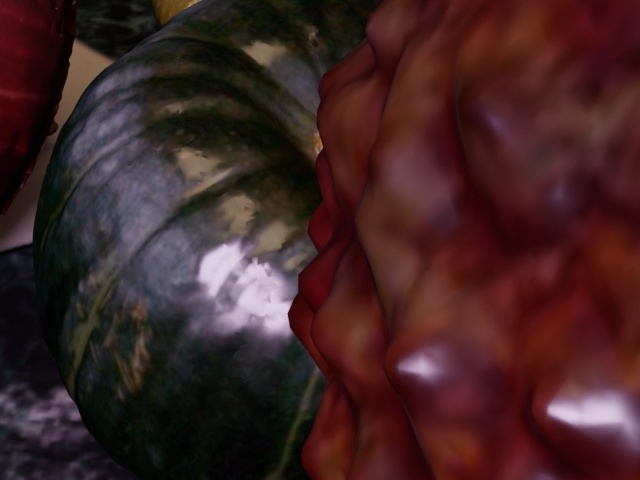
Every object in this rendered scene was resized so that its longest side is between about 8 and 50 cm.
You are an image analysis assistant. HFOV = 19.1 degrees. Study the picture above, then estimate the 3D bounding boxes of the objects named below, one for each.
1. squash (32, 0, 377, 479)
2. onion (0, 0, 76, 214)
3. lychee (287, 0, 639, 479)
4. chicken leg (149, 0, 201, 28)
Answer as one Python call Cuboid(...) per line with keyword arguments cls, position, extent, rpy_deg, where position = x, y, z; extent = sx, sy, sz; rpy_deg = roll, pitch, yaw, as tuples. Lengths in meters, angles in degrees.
Cuboid(cls="squash", position=(-0.003, 0.003, 0.707), extent=(0.218, 0.172, 0.218), rpy_deg=(-4, 45, 4))
Cuboid(cls="onion", position=(-0.204, -0.081, 0.828), extent=(0.252, 0.219, 0.252), rpy_deg=(-15, 63, 33))
Cuboid(cls="lychee", position=(0.194, 0.007, 0.485), extent=(0.424, 0.424, 0.500), rpy_deg=(-11, 54, -3))
Cuboid(cls="chicken leg", position=(-0.045, -0.119, 0.931), extent=(0.093, 0.070, 0.178), rpy_deg=(3, 51, 3))
